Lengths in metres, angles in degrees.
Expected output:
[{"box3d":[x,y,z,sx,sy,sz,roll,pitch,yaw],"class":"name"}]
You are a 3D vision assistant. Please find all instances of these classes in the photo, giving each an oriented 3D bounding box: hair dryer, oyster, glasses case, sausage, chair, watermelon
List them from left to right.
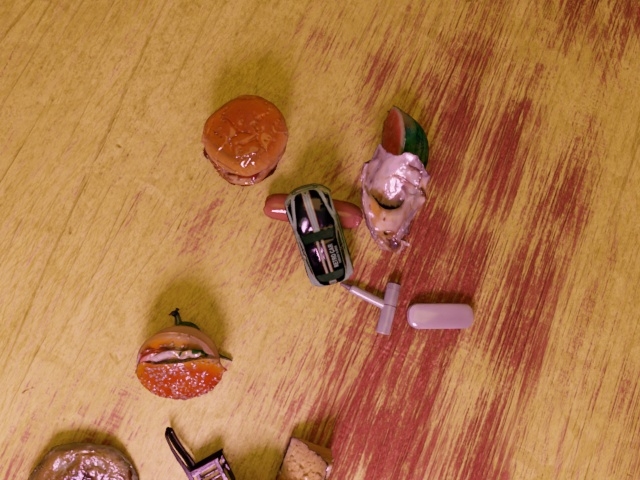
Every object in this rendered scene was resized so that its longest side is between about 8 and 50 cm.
[{"box3d":[-0.317,0.567,1.311,0.102,0.084,0.212,-26,85,-7],"class":"chair"},{"box3d":[-0.020,-0.086,1.444,0.289,0.086,0.086,6,81,-5],"class":"sausage"},{"box3d":[0.130,0.179,1.450,0.183,0.044,0.154,14,79,0],"class":"hair dryer"},{"box3d":[0.200,-0.124,1.425,0.275,0.100,0.271,39,104,-15],"class":"oyster"},{"box3d":[0.280,-0.304,1.513,0.146,0.128,0.230,11,78,-23],"class":"watermelon"},{"box3d":[0.352,0.221,1.460,0.198,0.049,0.076,0,82,-7],"class":"glasses case"}]

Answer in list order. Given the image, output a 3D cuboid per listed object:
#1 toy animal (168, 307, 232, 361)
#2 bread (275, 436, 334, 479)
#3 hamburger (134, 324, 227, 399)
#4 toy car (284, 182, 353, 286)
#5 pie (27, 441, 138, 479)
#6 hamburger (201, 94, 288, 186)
[{"box3d":[-0.345,0.285,1.372,0.217,0.041,0.075,45,78,-3],"class":"toy animal"},{"box3d":[-0.048,0.671,1.311,0.178,0.142,0.265,17,83,35],"class":"bread"},{"box3d":[-0.363,0.323,1.280,0.237,0.147,0.236,-1,125,-1],"class":"hamburger"},{"box3d":[0.000,0.000,1.366,0.136,0.125,0.305,-16,113,2],"class":"toy car"},{"box3d":[-0.610,0.675,1.265,0.324,0.070,0.322,1,82,-8],"class":"pie"},{"box3d":[-0.214,-0.284,1.410,0.245,0.163,0.244,1,83,-8],"class":"hamburger"}]
